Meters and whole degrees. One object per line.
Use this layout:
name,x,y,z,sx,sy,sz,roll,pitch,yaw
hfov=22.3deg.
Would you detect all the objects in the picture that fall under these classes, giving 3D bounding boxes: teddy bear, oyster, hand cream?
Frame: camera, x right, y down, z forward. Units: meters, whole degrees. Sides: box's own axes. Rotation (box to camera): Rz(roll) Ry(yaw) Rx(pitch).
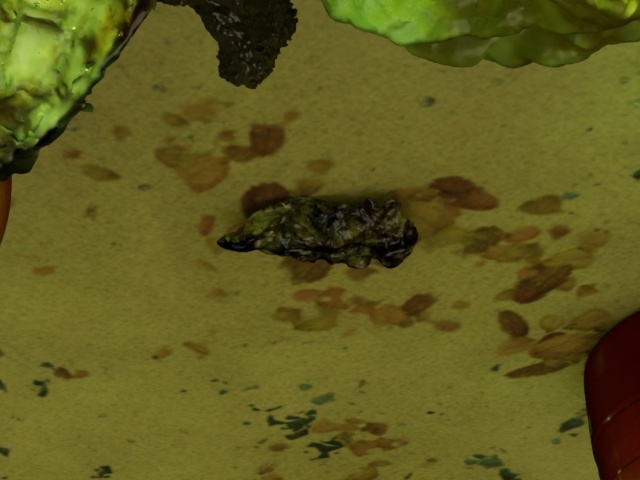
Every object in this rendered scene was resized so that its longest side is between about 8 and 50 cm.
teddy bear,-0.085,-0.148,0.846,0.160,0.078,0.119,21,165,-8
oyster,-0.144,-0.130,0.732,0.092,0.198,0.259,18,134,-34
hand cream,0.325,0.149,1.289,0.230,0.149,0.230,-1,148,-1
oyster,0.000,0.001,1.124,0.132,0.029,0.086,-12,147,9

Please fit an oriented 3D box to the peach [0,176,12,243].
peach,-0.285,-0.036,0.945,0.196,0.226,0.190,19,120,28

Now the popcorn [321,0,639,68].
popcorn,0.087,-0.172,0.729,0.221,0.184,0.204,-9,137,32
